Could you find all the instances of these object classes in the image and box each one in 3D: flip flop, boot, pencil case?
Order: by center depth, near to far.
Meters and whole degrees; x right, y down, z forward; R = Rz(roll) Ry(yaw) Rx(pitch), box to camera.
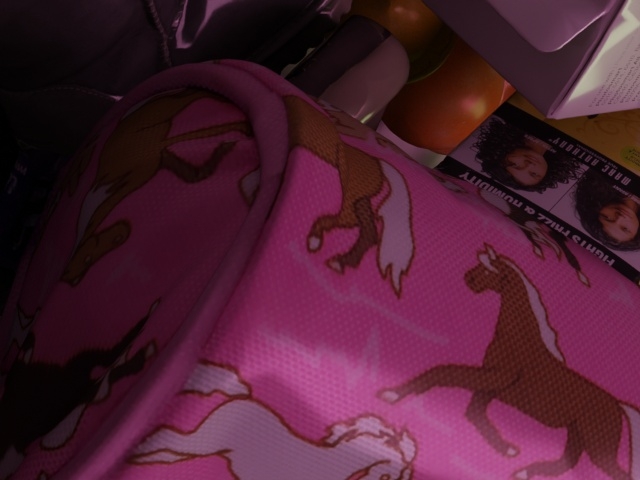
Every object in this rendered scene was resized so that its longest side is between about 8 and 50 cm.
[{"bbox_3d":[-0.062,-0.119,0.579,0.189,0.076,0.208,-55,147,-20],"label":"boot"},{"bbox_3d":[0.069,0.096,0.605,0.386,0.167,0.160,30,73,-29],"label":"pencil case"},{"bbox_3d":[0.000,0.000,0.723,0.112,0.080,0.277,-51,176,-18],"label":"flip flop"}]

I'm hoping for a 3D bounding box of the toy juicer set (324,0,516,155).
[{"bbox_3d":[0.074,-0.165,0.772,0.209,0.089,0.329,-34,151,-19],"label":"toy juicer set"}]

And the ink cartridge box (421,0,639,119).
[{"bbox_3d":[0.105,-0.108,0.693,0.143,0.092,0.090,-11,138,-48],"label":"ink cartridge box"}]

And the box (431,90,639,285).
[{"bbox_3d":[0.121,-0.035,0.753,0.232,0.087,0.058,-40,157,-48],"label":"box"}]

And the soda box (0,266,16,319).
[{"bbox_3d":[-0.146,0.071,0.607,0.169,0.060,0.053,-41,147,-37],"label":"soda box"}]
